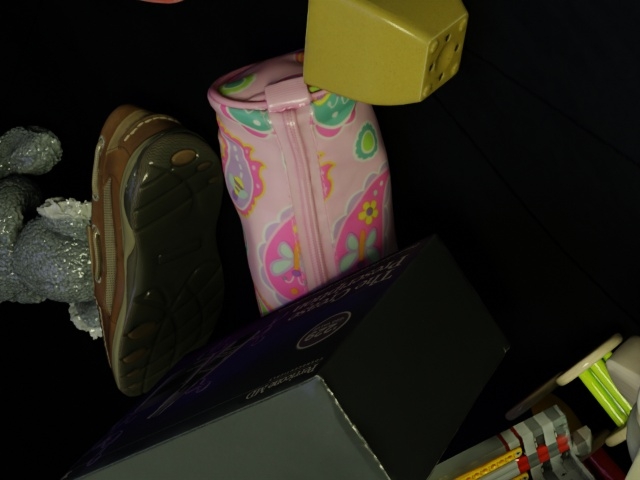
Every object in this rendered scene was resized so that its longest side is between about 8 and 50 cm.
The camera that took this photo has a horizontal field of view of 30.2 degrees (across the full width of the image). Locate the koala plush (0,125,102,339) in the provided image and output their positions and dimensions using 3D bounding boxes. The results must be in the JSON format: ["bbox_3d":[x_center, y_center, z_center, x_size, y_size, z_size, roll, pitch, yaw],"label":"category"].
[{"bbox_3d":[-0.298,0.009,1.286,0.221,0.203,0.196,17,130,33],"label":"koala plush"}]

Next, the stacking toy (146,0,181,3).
[{"bbox_3d":[-0.083,-0.323,0.820,0.279,0.130,0.309,16,136,15],"label":"stacking toy"}]

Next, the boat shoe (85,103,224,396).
[{"bbox_3d":[-0.168,0.008,1.162,0.120,0.122,0.324,44,137,34],"label":"boat shoe"}]

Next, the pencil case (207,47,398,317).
[{"bbox_3d":[0.000,0.000,0.894,0.124,0.124,0.284,20,129,47],"label":"pencil case"}]

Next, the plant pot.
[{"bbox_3d":[0.047,-0.134,0.769,0.083,0.081,0.081,31,139,23],"label":"plant pot"}]

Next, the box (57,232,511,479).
[{"bbox_3d":[-0.028,0.119,0.790,0.261,0.184,0.103,-28,103,37],"label":"box"}]

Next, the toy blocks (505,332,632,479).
[{"bbox_3d":[0.206,0.148,0.792,0.148,0.054,0.123,53,146,10],"label":"toy blocks"}]

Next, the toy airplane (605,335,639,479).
[{"bbox_3d":[0.293,0.172,0.475,0.384,0.272,0.386,62,157,7],"label":"toy airplane"}]

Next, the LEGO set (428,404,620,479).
[{"bbox_3d":[0.157,0.260,0.691,0.255,0.192,0.331,68,172,-26],"label":"LEGO set"}]
